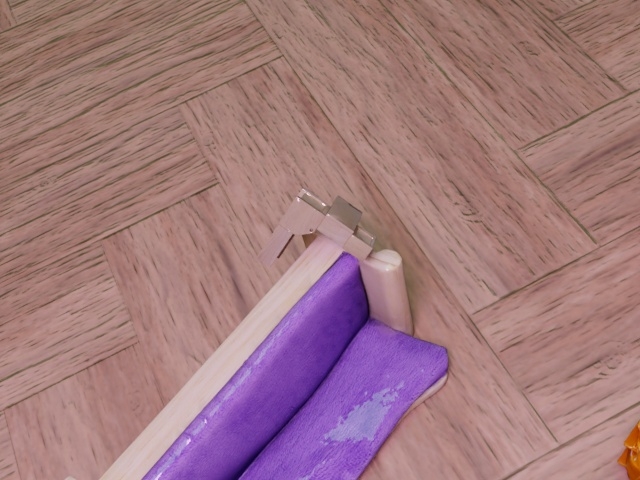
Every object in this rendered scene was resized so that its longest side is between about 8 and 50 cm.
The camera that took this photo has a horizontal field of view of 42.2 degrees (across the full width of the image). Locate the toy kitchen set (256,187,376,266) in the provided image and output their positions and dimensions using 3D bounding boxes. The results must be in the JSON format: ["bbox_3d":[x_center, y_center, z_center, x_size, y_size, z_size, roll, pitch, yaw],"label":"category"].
[{"bbox_3d":[0.000,0.000,0.785,0.083,0.075,0.068,34,21,-2],"label":"toy kitchen set"}]

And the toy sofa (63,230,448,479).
[{"bbox_3d":[-0.041,0.168,0.781,0.177,0.150,0.362,30,66,30],"label":"toy sofa"}]

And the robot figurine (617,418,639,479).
[{"bbox_3d":[0.352,0.268,0.647,0.291,0.085,0.211,29,53,31],"label":"robot figurine"}]
